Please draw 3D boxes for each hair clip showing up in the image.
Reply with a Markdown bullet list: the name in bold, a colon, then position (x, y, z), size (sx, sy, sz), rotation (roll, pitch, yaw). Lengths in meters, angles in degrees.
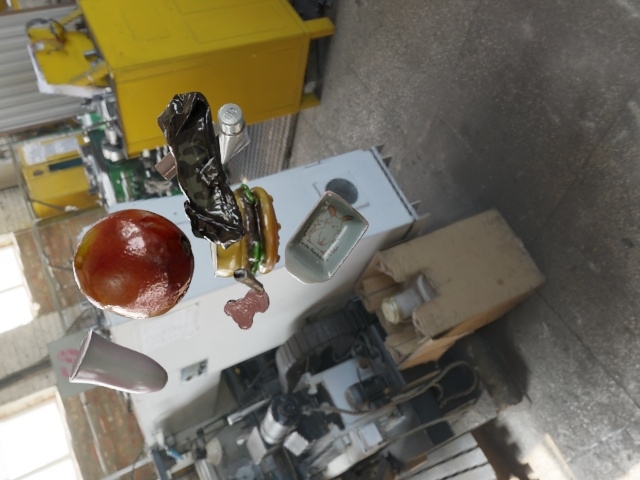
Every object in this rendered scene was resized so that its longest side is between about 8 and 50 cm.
- **hair clip**: position (-0.250, 0.232, 1.980), size (0.138, 0.102, 0.123), rotation (-36, 93, 31)

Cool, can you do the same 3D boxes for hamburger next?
- **hamburger**: position (-0.305, -0.038, 2.309), size (0.396, 0.277, 0.396), rotation (175, 90, -75)

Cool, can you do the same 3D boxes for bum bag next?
- **bum bag**: position (-0.254, -0.143, 1.203), size (0.144, 0.095, 0.340), rotation (-12, 98, 38)

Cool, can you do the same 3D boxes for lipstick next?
- **lipstick**: position (-0.456, -0.319, 1.961), size (0.070, 0.254, 0.070), rotation (47, -179, -1)

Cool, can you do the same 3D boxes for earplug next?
- **earplug**: position (-0.648, 0.426, 1.883), size (0.172, 0.301, 0.172), rotation (-45, 31, 37)

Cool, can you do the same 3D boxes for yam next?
- **yam**: position (-0.215, 0.124, 1.744), size (0.045, 0.045, 0.327), rotation (54, 176, 10)

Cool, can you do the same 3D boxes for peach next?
- **peach**: position (-0.409, 0.056, 1.284), size (0.281, 0.238, 0.281), rotation (7, 115, 15)

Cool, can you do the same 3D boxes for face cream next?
- **face cream**: position (-0.298, -0.359, 1.930), size (0.089, 0.143, 0.314), rotation (42, 166, 5)

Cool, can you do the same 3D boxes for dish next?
- **dish**: position (0.000, 0.000, 1.474), size (0.154, 0.234, 0.064), rotation (39, 173, -18)
